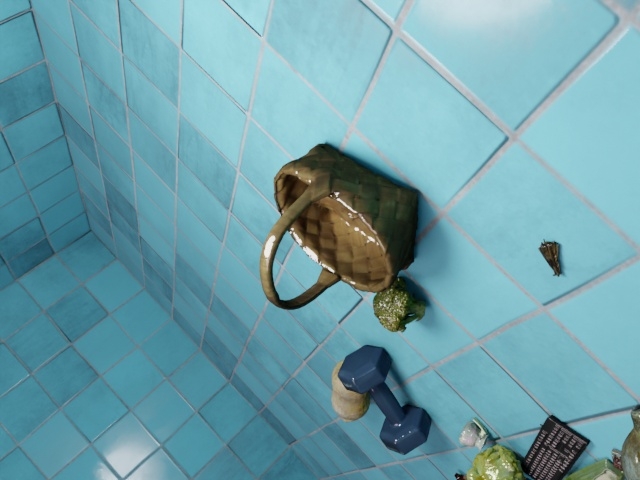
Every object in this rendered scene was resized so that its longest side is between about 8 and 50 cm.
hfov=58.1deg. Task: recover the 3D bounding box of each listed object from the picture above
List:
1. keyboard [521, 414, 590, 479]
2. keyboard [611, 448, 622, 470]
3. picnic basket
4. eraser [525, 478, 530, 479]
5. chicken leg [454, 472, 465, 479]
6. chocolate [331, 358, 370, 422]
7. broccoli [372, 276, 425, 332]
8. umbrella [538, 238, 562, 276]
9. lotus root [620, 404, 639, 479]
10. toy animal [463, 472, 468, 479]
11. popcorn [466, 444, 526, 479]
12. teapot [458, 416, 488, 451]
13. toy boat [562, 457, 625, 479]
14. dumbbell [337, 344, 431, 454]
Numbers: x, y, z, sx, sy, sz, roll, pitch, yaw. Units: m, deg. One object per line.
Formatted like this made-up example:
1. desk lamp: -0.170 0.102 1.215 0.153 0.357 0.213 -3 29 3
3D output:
1. keyboard: 0.532 0.499 1.339 0.100 0.018 0.310 33 149 28
2. keyboard: 0.649 0.457 1.113 0.165 0.017 0.055 16 137 47
3. picnic basket: 0.000 0.000 1.173 0.337 0.337 0.293 32 148 31
4. eraser: 0.606 0.786 1.535 0.111 0.077 0.353 8 132 49
5. chicken leg: 0.469 0.761 1.750 0.145 0.037 0.062 34 171 29
6. chocolate: 0.098 0.479 1.849 0.134 0.134 0.309 32 145 30
7. broccoli: 0.180 0.151 1.326 0.120 0.130 0.132 3 108 1
8. umbrella: 0.385 0.028 0.959 0.031 0.020 0.083 -20 114 20
9. lotus root: 0.615 0.433 0.970 0.350 0.175 0.175 56 153 -2
10. toy animal: 0.478 0.759 1.666 0.179 0.089 0.188 40 130 8
11. popcorn: 0.452 0.588 1.453 0.162 0.136 0.142 18 127 1
12. teapot: 0.404 0.507 1.504 0.064 0.064 0.083 26 114 26
13. toy boat: 0.593 0.566 1.294 0.093 0.055 0.293 34 150 23
14. dumbbell: 0.186 0.457 1.663 0.316 0.143 0.156 57 153 -15
